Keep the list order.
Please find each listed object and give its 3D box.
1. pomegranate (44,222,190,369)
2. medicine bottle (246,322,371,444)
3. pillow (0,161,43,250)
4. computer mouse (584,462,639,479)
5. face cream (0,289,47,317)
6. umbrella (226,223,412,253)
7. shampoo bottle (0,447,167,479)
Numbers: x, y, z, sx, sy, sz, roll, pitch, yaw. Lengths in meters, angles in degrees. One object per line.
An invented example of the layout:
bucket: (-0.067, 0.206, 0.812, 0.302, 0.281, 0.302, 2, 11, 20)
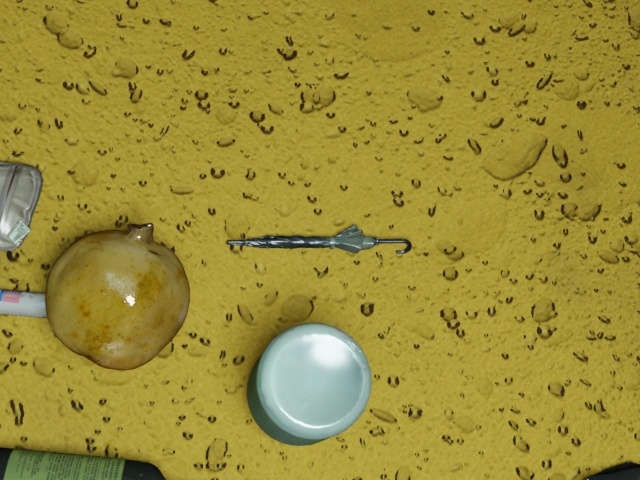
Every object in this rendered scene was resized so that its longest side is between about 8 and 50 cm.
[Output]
pomegranate: (-0.259, 0.062, 1.221, 0.196, 0.196, 0.196, 2, 75, -9)
medicine bottle: (-0.022, 0.189, 1.199, 0.139, 0.225, 0.139, 2, 74, -9)
pillow: (-0.502, -0.064, 1.287, 0.233, 0.038, 0.130, 11, 77, -5)
computer mouse: (0.409, 0.366, 1.313, 0.172, 0.057, 0.099, -13, 76, -24)
face cream: (-0.420, 0.083, 1.263, 0.130, 0.034, 0.034, 5, 74, -7)
umbrella: (0.001, -0.004, 1.353, 0.269, 0.044, 0.044, 2, 44, -9)
shampoo bottle: (-0.275, 0.324, 1.187, 0.284, 0.101, 0.101, 7, 74, -7)
